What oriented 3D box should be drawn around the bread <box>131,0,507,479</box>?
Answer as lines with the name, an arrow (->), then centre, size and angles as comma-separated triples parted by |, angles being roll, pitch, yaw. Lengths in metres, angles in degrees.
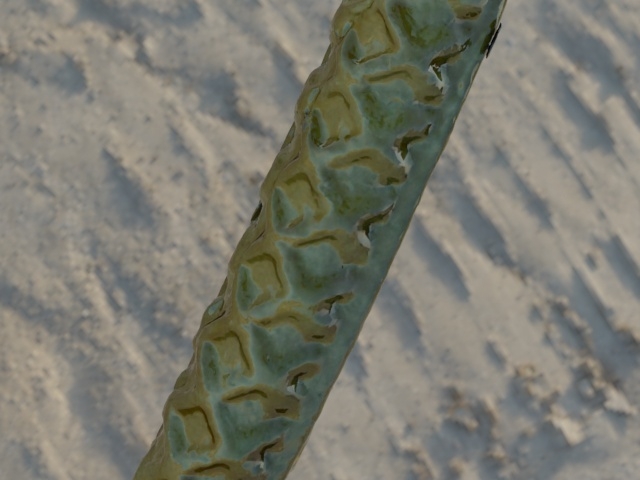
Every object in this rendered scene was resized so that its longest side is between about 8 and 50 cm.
bread -> -0.001, 0.000, 0.756 | 0.077, 0.367, 0.084 | 23, 15, 0
